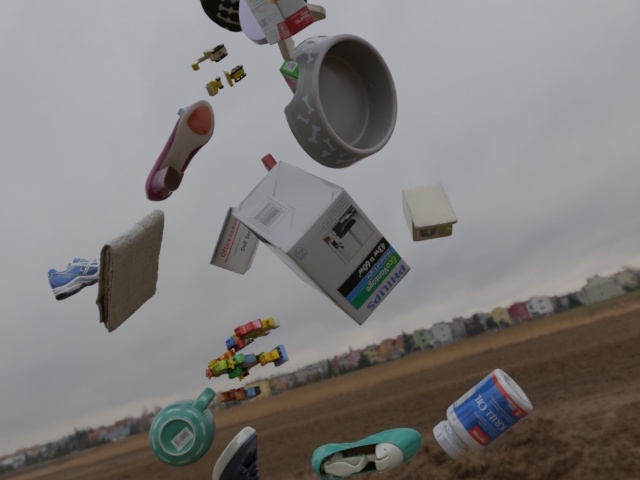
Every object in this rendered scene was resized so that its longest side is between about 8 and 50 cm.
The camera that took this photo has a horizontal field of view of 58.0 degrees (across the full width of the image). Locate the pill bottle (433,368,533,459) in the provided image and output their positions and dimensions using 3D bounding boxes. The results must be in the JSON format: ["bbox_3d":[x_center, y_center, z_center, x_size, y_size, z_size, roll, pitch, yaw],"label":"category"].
[{"bbox_3d":[0.384,0.423,1.386,0.221,0.124,0.124,-45,-21,14],"label":"pill bottle"}]

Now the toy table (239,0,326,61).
[{"bbox_3d":[-0.129,-0.679,1.729,0.252,0.274,0.161,5,-12,30],"label":"toy table"}]

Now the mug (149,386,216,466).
[{"bbox_3d":[-0.288,0.388,1.204,0.130,0.157,0.097,0,-10,-2],"label":"mug"}]

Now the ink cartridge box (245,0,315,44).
[{"bbox_3d":[-0.108,-0.556,1.331,0.072,0.175,0.127,-40,24,-20],"label":"ink cartridge box"}]

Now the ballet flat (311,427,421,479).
[{"bbox_3d":[0.101,0.470,1.241,0.248,0.083,0.087,-13,12,6],"label":"ballet flat"}]

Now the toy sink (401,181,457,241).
[{"bbox_3d":[0.400,-0.086,2.129,0.153,0.234,0.131,-11,-48,-1],"label":"toy sink"}]

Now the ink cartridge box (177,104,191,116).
[{"bbox_3d":[-0.505,-0.493,2.231,0.083,0.048,0.028,-39,-8,-49],"label":"ink cartridge box"}]

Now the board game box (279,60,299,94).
[{"bbox_3d":[-0.001,-0.569,2.272,0.064,0.242,0.316,-59,-24,-8],"label":"board game box"}]

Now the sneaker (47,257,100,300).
[{"bbox_3d":[-0.606,0.076,1.502,0.080,0.081,0.211,-30,1,37],"label":"sneaker"}]

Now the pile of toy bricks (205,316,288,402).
[{"bbox_3d":[-0.159,0.228,1.053,0.105,0.118,0.212,0,-31,-46],"label":"pile of toy bricks"}]

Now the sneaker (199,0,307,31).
[{"bbox_3d":[-0.247,-0.816,1.940,0.410,0.182,0.158,-17,-28,-43],"label":"sneaker"}]

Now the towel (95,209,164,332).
[{"bbox_3d":[-0.443,0.071,1.352,0.187,0.049,0.282,-52,-15,-53],"label":"towel"}]

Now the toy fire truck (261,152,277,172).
[{"bbox_3d":[-0.087,-0.129,1.935,0.169,0.302,0.254,-34,-37,-1],"label":"toy fire truck"}]

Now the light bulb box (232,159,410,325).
[{"bbox_3d":[0.000,0.000,1.639,0.225,0.358,0.361,-48,-54,-7],"label":"light bulb box"}]

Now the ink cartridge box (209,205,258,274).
[{"bbox_3d":[-0.269,-0.002,1.947,0.119,0.207,0.353,19,1,-3],"label":"ink cartridge box"}]

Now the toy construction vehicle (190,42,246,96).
[{"bbox_3d":[-0.202,-0.338,1.140,0.098,0.035,0.085,-47,-43,-24],"label":"toy construction vehicle"}]

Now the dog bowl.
[{"bbox_3d":[0.065,-0.363,1.486,0.349,0.348,0.102,-5,1,-42],"label":"dog bowl"}]

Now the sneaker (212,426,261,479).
[{"bbox_3d":[-0.169,0.594,1.346,0.131,0.148,0.349,-30,-41,-54],"label":"sneaker"}]

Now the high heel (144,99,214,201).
[{"bbox_3d":[-0.482,-0.304,1.933,0.127,0.377,0.181,38,-31,-29],"label":"high heel"}]
